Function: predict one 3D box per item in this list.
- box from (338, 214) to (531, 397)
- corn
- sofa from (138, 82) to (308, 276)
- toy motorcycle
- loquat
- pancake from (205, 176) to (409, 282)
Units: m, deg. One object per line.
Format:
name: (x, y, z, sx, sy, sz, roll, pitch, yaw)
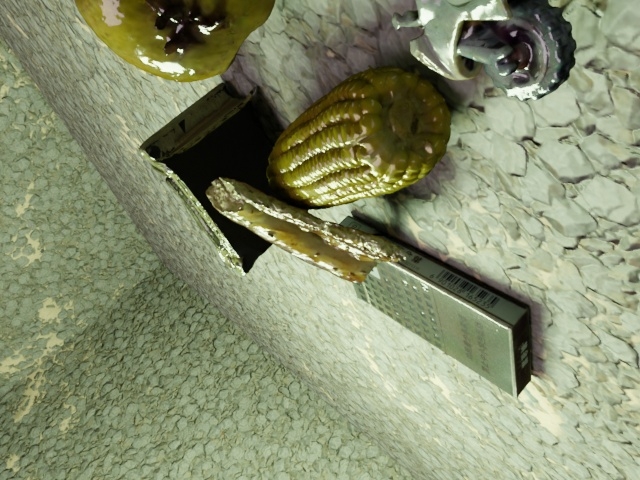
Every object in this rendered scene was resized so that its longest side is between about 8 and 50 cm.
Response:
box: (0.161, 0.092, 0.874, 0.324, 0.047, 0.180, 31, 154, 40)
corn: (0.020, -0.102, 0.691, 0.131, 0.131, 0.344, 51, 161, -10)
sofa: (-0.148, -0.096, 0.943, 0.182, 0.200, 0.258, 10, 139, 56)
toy motorcycle: (0.095, -0.203, 0.401, 0.129, 0.094, 0.229, 18, 135, 62)
loquat: (-0.142, -0.270, 0.609, 0.213, 0.213, 0.213, 41, 159, 19)
pancake: (0.000, 0.000, 0.751, 0.266, 0.057, 0.244, 28, 172, -38)
